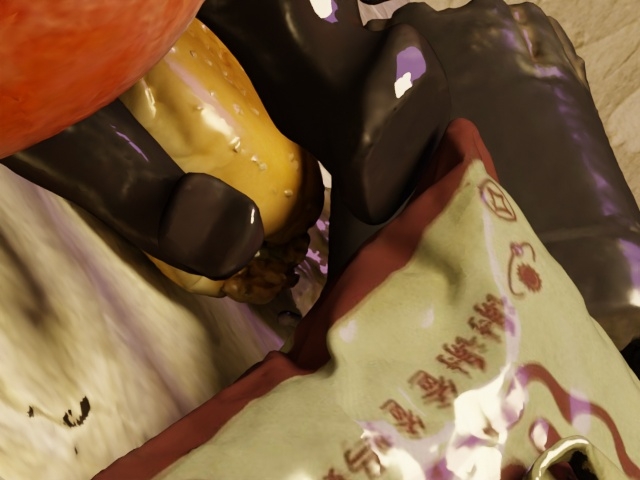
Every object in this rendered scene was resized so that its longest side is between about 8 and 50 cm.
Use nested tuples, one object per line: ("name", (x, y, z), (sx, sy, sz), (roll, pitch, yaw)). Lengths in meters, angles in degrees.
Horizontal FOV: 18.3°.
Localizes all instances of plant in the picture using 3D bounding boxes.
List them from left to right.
("plant", (0.069, 0.032, 0.813), (0.164, 0.141, 0.256), (89, 0, -74))

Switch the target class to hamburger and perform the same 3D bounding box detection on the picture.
("hamburger", (-0.062, -0.047, 0.843), (0.147, 0.083, 0.138), (44, 17, -27))

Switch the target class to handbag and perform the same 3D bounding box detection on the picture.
("handbag", (0.051, 0.109, 0.657), (0.235, 0.127, 0.213), (56, 48, -11))

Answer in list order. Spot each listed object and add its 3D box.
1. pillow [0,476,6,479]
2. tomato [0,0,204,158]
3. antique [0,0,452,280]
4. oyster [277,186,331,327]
("pillow", (-0.106, 0.048, 0.339), (0.254, 0.078, 0.144), (46, 13, -30))
("tomato", (-0.116, -0.117, 0.485), (0.208, 0.208, 0.184), (53, 8, 2))
("antique", (-0.042, -0.168, 0.681), (0.255, 0.322, 0.185), (27, 1, 17))
("oyster", (-0.004, -0.002, 0.982), (0.209, 0.072, 0.133), (51, 7, 0))
